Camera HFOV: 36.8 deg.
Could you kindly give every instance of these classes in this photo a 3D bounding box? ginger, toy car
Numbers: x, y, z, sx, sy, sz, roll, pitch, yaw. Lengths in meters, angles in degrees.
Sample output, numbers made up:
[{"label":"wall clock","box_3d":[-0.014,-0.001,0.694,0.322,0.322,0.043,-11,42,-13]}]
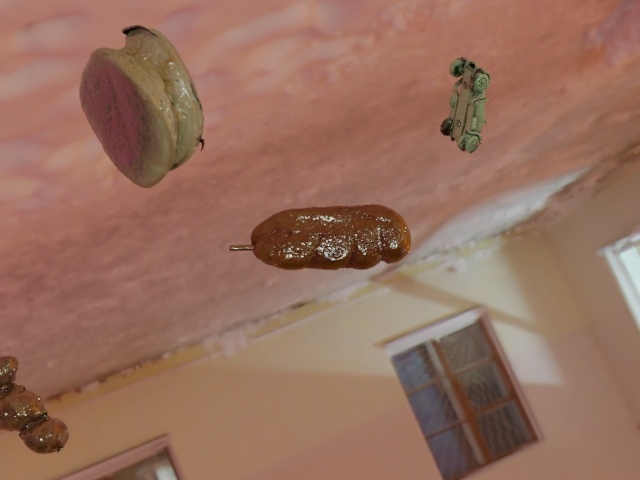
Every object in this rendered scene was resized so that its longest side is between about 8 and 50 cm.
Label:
[{"label":"ginger","box_3d":[-0.511,0.282,1.624,0.104,0.204,0.080,-40,-179,12]},{"label":"toy car","box_3d":[0.228,-0.210,1.486,0.054,0.073,0.143,-13,127,-24]}]

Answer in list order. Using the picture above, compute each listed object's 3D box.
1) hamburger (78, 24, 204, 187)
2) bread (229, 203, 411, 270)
[{"label":"hamburger","box_3d":[-0.164,-0.120,0.881,0.062,0.133,0.140,-31,168,-34]},{"label":"bread","box_3d":[0.000,0.000,1.813,0.344,0.124,0.084,-4,173,-7]}]
